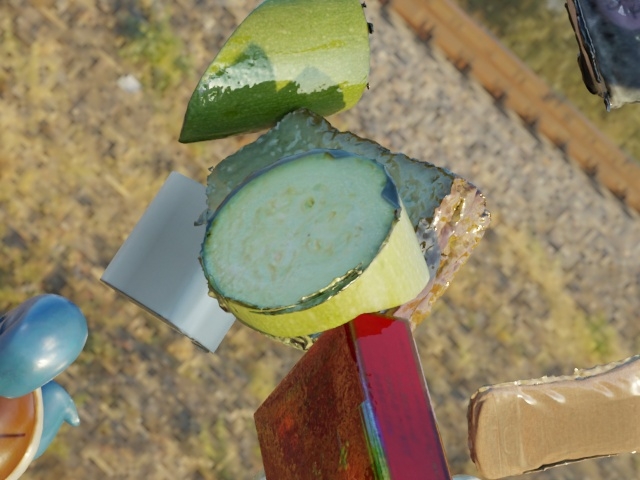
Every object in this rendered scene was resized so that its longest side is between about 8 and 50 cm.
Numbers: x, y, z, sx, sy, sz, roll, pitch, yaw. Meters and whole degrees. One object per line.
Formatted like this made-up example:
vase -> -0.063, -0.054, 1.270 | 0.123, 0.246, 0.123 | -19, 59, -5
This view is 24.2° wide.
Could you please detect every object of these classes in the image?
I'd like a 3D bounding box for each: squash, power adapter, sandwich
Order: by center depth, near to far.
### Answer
squash -> -0.010, 0.020, 1.488 | 0.220, 0.220, 0.133 | -121, -170, -50
sandwich -> 0.000, -0.001, 1.760 | 0.325, 0.262, 0.131 | 24, -17, 34
squash -> -0.082, -0.228, 1.845 | 0.261, 0.189, 0.189 | -12, 45, -26
power adapter -> -0.160, 0.002, 2.059 | 0.187, 0.255, 0.124 | 28, -8, 36

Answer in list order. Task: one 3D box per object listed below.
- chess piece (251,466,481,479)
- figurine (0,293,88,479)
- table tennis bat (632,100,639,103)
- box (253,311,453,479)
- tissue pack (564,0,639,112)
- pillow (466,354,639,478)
chess piece -> 0.045, 0.338, 1.825 | 0.300, 0.167, 0.167 | 9, -7, 31
figurine -> -0.363, 0.176, 1.361 | 0.298, 0.416, 0.243 | 49, 9, -18
table tennis bat -> 0.341, -0.221, 1.402 | 0.027, 0.236, 0.150 | 27, -37, 44
box -> 0.037, 0.248, 1.429 | 0.089, 0.197, 0.313 | 12, 45, -31
tissue pack -> 0.361, -0.286, 1.225 | 0.122, 0.361, 0.259 | -82, 153, -74
pillow -> 0.249, 0.176, 1.478 | 0.034, 0.211, 0.135 | -102, -175, -50
